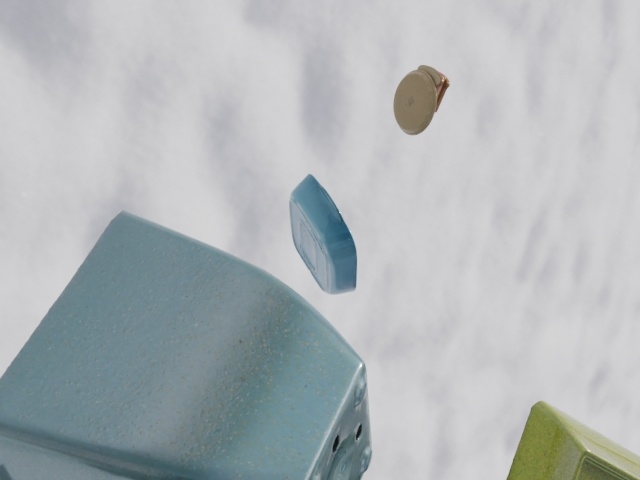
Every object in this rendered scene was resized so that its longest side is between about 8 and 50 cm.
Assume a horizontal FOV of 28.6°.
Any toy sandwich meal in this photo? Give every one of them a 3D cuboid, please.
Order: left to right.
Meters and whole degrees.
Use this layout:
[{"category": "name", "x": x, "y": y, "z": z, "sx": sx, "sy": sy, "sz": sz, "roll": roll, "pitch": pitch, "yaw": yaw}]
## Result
[{"category": "toy sandwich meal", "x": 0.118, "y": -0.164, "z": 1.470, "sx": 0.029, "sy": 0.085, "sz": 0.086, "roll": 3, "pitch": 111, "yaw": -35}]

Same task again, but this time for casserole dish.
[{"category": "casserole dish", "x": 0.000, "y": 0.000, "z": 1.464, "sx": 0.037, "sy": 0.114, "sz": 0.188, "roll": -28, "pitch": 158, "yaw": -12}]

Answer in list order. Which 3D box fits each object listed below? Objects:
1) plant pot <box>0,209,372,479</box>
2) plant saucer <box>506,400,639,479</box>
[{"category": "plant pot", "x": -0.095, "y": 0.163, "z": 1.069, "sx": 0.247, "sy": 0.252, "sz": 0.248, "roll": 83, "pitch": 27, "yaw": -46}, {"category": "plant saucer", "x": 0.227, "y": 0.256, "z": 1.062, "sx": 0.188, "sy": 0.045, "sz": 0.188, "roll": 31, "pitch": 74, "yaw": -31}]
